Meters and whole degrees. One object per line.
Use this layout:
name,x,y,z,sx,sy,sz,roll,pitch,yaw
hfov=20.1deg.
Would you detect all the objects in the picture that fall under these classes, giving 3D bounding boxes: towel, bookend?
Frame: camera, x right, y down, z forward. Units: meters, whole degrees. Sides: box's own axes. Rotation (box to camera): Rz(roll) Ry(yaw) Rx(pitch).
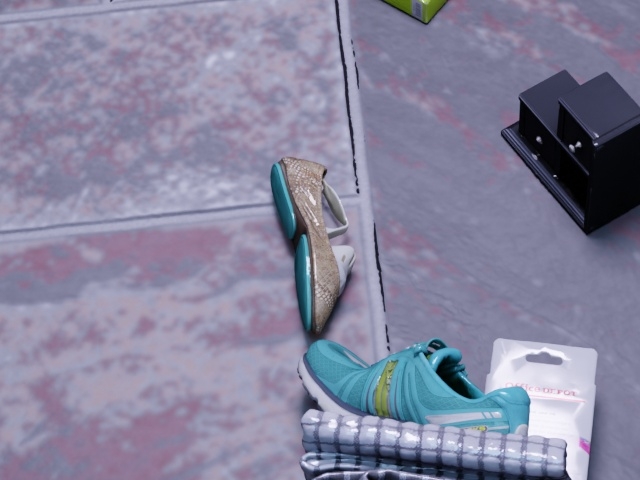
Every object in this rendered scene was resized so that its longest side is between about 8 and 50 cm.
towel,0.102,0.262,1.524,0.235,0.284,0.121,6,59,9
bookend,0.257,-0.117,1.828,0.072,0.157,0.156,-29,61,-14

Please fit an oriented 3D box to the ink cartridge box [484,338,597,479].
ink cartridge box,0.201,0.189,1.693,0.104,0.062,0.181,6,59,9

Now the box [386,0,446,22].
box,0.127,-0.337,2.045,0.109,0.042,0.178,32,65,21

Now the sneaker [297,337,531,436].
sneaker,0.091,0.141,1.664,0.275,0.107,0.110,22,99,44

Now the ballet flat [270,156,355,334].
ballet flat,0.000,0.000,1.828,0.067,0.073,0.206,-3,60,-15
